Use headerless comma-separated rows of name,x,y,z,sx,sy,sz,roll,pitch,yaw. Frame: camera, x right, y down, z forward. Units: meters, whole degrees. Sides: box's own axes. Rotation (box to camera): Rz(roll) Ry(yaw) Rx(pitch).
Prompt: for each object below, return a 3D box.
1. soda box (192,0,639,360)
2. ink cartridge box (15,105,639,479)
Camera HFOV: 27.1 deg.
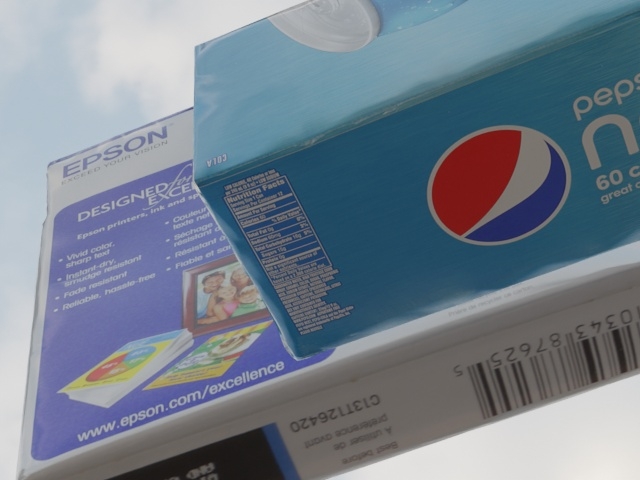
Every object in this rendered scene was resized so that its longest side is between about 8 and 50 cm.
soda box,0.074,-0.046,0.343,0.210,0.071,0.067,-20,-54,9
ink cartridge box,0.000,0.000,0.696,0.304,0.307,0.072,-20,-61,4
